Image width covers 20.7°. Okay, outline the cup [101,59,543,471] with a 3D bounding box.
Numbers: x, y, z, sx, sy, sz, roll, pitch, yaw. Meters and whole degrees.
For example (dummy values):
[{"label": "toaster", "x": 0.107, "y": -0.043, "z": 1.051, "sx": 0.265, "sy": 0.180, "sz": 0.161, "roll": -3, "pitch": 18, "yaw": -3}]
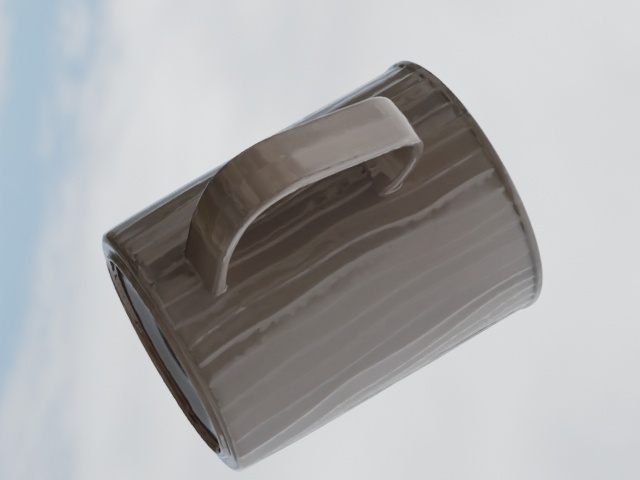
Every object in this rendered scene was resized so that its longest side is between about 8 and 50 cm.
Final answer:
[{"label": "cup", "x": 0.009, "y": 0.017, "z": 1.252, "sx": 0.208, "sy": 0.273, "sz": 0.288, "roll": 62, "pitch": -12, "yaw": -5}]
